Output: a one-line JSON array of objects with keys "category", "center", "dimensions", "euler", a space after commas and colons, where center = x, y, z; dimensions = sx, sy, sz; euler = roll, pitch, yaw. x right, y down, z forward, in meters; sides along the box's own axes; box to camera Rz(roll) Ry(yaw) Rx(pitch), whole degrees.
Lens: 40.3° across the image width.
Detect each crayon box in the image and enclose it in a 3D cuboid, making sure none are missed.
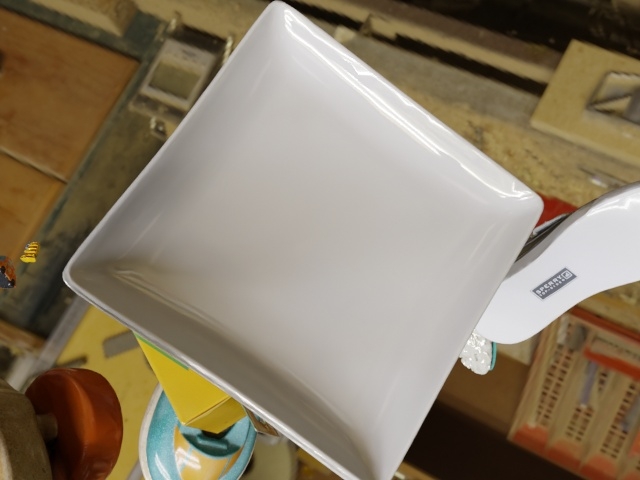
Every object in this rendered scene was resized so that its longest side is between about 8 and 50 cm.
[{"category": "crayon box", "center": [-0.182, 0.146, 1.198], "dimensions": [0.323, 0.083, 0.203], "euler": [57, 176, 16]}]

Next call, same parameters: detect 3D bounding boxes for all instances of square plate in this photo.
[{"category": "square plate", "center": [0.000, 0.000, 0.828], "dimensions": [0.344, 0.347, 0.049], "euler": [36, 160, -6]}]

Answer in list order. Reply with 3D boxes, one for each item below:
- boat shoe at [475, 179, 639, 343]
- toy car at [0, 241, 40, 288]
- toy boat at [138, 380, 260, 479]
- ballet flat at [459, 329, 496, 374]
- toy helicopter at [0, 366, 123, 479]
[{"category": "boat shoe", "center": [0.297, 0.009, 0.993], "dimensions": [0.108, 0.102, 0.301], "euler": [39, 127, -11]}, {"category": "toy car", "center": [-0.437, 0.035, 1.270], "dimensions": [0.122, 0.040, 0.060], "euler": [-13, 136, 27]}, {"category": "toy boat", "center": [-0.232, 0.279, 1.317], "dimensions": [0.318, 0.267, 0.148], "euler": [15, 174, -28]}, {"category": "ballet flat", "center": [0.252, 0.054, 1.678], "dimensions": [0.147, 0.408, 0.147], "euler": [-4, -178, 0]}, {"category": "toy helicopter", "center": [-0.224, 0.254, 0.523], "dimensions": [0.235, 0.355, 0.140], "euler": [-30, 154, 28]}]
